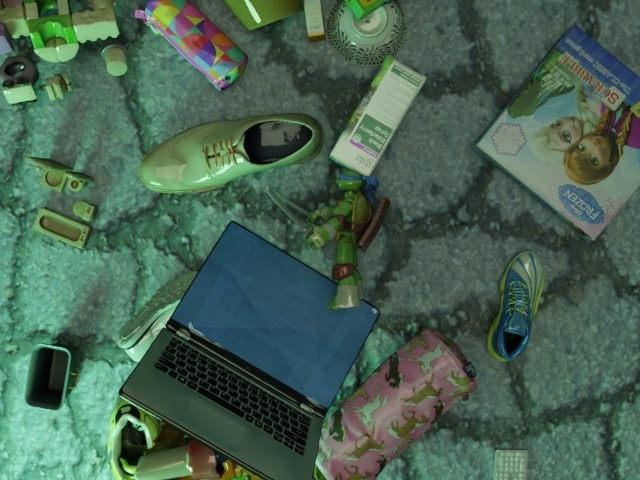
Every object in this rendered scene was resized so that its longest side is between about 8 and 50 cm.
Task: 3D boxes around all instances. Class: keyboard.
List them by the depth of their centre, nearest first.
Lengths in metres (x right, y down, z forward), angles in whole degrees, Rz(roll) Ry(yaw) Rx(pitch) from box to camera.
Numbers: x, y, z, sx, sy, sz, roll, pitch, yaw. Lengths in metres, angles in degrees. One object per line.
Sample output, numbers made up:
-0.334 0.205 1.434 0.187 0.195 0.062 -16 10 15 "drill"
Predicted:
0.409 0.582 1.607 0.072 0.014 0.256 3 94 1 "keyboard"

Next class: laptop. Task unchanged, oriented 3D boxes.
-0.109 0.210 1.426 0.382 0.408 0.236 31 109 -5 "laptop"

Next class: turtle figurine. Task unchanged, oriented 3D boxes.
0.000 0.000 1.483 0.274 0.198 0.266 -9 95 -25 "turtle figurine"

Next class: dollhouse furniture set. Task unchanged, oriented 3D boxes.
-0.548 -0.076 1.534 0.144 0.123 0.151 22 94 0 "dollhouse furniture set"

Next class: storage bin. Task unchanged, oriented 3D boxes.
-0.558 0.282 1.572 0.098 0.091 0.135 10 94 1 "storage bin"

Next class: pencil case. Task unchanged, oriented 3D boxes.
-0.261 -0.415 1.523 0.236 0.104 0.104 40 93 -1 "pencil case"
0.149 0.357 1.531 0.386 0.160 0.167 -43 52 3 "pencil case"

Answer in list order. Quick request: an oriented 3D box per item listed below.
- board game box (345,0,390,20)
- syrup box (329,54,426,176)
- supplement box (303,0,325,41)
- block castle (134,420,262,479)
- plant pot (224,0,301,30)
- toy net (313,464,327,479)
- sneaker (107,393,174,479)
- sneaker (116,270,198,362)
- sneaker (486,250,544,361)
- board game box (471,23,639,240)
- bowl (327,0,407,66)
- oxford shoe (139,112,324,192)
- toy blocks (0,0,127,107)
0.146 -0.611 1.481 0.317 0.046 0.213 -34 89 -14 "board game box"
0.116 -0.250 1.525 0.093 0.096 0.237 30 92 -1 "syrup box"
-0.014 -0.469 1.531 0.036 0.062 0.098 -7 92 3 "supplement box"
-0.193 0.568 1.473 0.212 0.303 0.453 -11 96 2 "block castle"
-0.137 -0.559 1.463 0.237 0.237 0.254 -19 106 2 "plant pot"
-0.046 0.528 1.519 0.045 0.232 0.122 -17 118 31 "toy net"
-0.388 0.507 1.554 0.145 0.147 0.385 -10 94 0 "sneaker"
-0.320 0.162 1.572 0.235 0.090 0.095 -42 121 -5 "sneaker"
0.416 0.143 1.525 0.091 0.126 0.240 13 94 0 "sneaker"
0.538 -0.220 1.532 0.318 0.066 0.318 38 93 -1 "board game box"
0.099 -0.449 1.522 0.170 0.080 0.170 0 94 0 "bowl"
-0.190 -0.189 1.508 0.397 0.146 0.141 -16 93 2 "oxford shoe"
-0.549 -0.488 1.492 0.288 0.309 0.260 -13 60 -10 "toy blocks"
